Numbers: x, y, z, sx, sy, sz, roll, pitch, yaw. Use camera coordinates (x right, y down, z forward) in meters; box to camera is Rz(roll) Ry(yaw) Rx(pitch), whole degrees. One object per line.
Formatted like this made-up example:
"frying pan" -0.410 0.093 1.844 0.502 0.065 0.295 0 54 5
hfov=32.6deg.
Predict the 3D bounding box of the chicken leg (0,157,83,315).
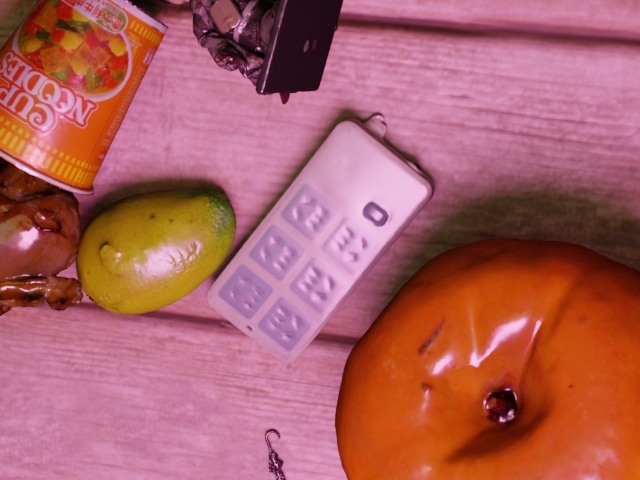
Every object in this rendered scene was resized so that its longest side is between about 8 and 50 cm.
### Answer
"chicken leg" -0.404 -0.008 1.142 0.361 0.140 0.211 -8 71 29

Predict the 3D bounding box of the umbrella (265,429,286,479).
"umbrella" -0.042 0.263 1.186 0.022 0.013 0.122 -14 97 -8

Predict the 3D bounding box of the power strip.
"power strip" 0.000 0.000 1.107 0.118 0.046 0.270 40 105 2

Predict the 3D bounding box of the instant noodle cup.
"instant noodle cup" -0.245 -0.163 1.074 0.168 0.168 0.185 34 96 3

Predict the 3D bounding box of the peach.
"peach" 0.187 0.165 0.971 0.343 0.302 0.342 -7 73 25

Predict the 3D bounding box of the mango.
"mango" -0.169 0.006 1.116 0.178 0.100 0.119 -26 93 8

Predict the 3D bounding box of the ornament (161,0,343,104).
"ornament" -0.093 -0.232 1.038 0.196 0.153 0.166 20 104 17
